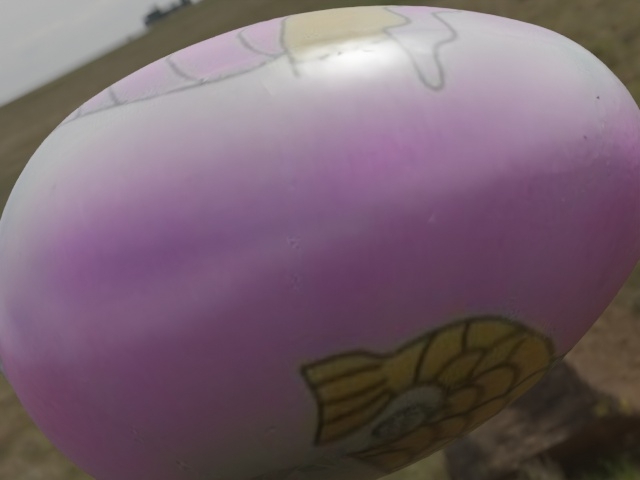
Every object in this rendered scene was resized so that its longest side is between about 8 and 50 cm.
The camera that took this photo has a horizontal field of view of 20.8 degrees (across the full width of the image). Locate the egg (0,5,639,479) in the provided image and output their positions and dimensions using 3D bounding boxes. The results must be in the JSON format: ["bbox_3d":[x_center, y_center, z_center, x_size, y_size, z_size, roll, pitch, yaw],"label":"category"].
[{"bbox_3d":[0.000,0.000,0.701,0.271,0.196,0.196,-32,7,5],"label":"egg"}]
